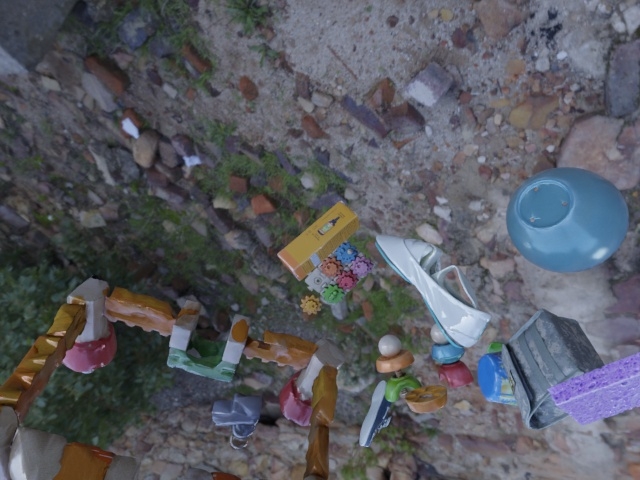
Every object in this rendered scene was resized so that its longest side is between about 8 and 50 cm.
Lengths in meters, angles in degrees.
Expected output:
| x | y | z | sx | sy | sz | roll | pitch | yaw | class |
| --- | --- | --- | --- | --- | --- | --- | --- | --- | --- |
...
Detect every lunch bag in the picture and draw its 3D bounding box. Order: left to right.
| x | y | z | sx | sy | sz | roll | pitch | yaw | class |
| --- | --- | --- | --- | --- | --- | --- | --- | --- | --- |
| 0.662 | 0.389 | 1.237 | 0.169 | 0.235 | 0.287 | 19 | 124 | -12 | lunch bag |

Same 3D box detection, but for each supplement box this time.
| x | y | z | sx | sy | sz | roll | pitch | yaw | class |
| --- | --- | --- | --- | --- | --- | --- | --- | --- | --- |
| 0.000 | 0.000 | 1.136 | 0.078 | 0.233 | 0.080 | 44 | 171 | 31 | supplement box |

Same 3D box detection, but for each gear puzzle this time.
| x | y | z | sx | sy | sz | roll | pitch | yaw | class |
| --- | --- | --- | --- | --- | --- | --- | --- | --- | --- |
| 0.037 | 0.158 | 1.576 | 0.175 | 0.044 | 0.339 | 40 | 107 | -9 | gear puzzle |

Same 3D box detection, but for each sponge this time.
| x | y | z | sx | sy | sz | roll | pitch | yaw | class |
| --- | --- | --- | --- | --- | --- | --- | --- | --- | --- |
| 0.449 | 0.202 | 0.591 | 0.210 | 0.031 | 0.117 | -34 | 127 | 24 | sponge |

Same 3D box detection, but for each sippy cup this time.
| x | y | z | sx | sy | sz | roll | pitch | yaw | class |
| --- | --- | --- | --- | --- | --- | --- | --- | --- | --- |
| 0.707 | 0.498 | 1.510 | 0.224 | 0.240 | 0.305 | 1 | 169 | -3 | sippy cup |

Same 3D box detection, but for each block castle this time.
| x | y | z | sx | sy | sz | roll | pitch | yaw | class |
| --- | --- | --- | --- | --- | --- | --- | --- | --- | --- |
| -0.198 | 0.265 | 0.598 | 0.453 | 0.303 | 0.212 | 17 | 126 | -9 | block castle |

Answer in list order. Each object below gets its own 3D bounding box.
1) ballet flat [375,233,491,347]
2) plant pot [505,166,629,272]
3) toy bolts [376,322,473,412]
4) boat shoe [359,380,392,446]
| x | y | z | sx | sy | sz | roll | pitch | yaw | class |
| --- | --- | --- | --- | --- | --- | --- | --- | --- | --- |
| 0.296 | 0.091 | 1.092 | 0.139 | 0.400 | 0.139 | -19 | 141 | -17 | ballet flat |
| 0.618 | -0.070 | 1.094 | 0.290 | 0.290 | 0.195 | -21 | 155 | 39 | plant pot |
| 0.268 | 0.303 | 1.046 | 0.229 | 0.158 | 0.218 | -15 | 177 | -11 | toy bolts |
| 0.220 | 0.659 | 1.568 | 0.079 | 0.254 | 0.095 | 33 | 141 | -4 | boat shoe |
